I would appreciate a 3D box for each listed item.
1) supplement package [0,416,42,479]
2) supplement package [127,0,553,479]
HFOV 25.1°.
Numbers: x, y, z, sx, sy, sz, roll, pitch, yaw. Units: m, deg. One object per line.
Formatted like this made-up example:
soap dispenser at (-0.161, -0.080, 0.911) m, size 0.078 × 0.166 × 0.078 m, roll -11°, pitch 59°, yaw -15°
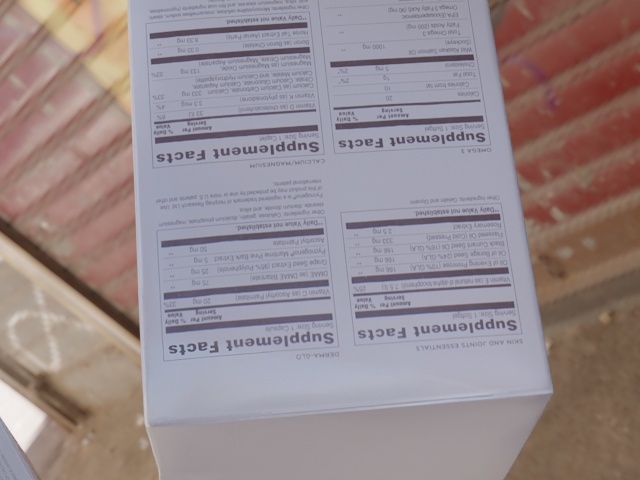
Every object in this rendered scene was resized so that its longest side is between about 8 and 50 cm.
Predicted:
supplement package at (-0.236, 0.194, 0.831) m, size 0.179 × 0.105 × 0.105 m, roll -31°, pitch 50°, yaw -13°
supplement package at (0.000, 0.000, 0.808) m, size 0.199 × 0.198 × 0.263 m, roll 94°, pitch 171°, yaw -66°
